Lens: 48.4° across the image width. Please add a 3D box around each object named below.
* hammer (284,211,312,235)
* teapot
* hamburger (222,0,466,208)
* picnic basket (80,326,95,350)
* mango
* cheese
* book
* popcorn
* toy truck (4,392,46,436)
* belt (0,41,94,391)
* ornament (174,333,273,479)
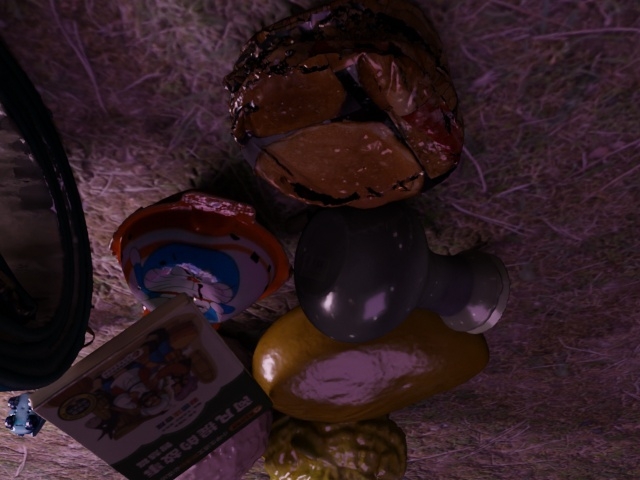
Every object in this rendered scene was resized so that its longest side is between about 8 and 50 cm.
[{"bbox_3d":[0.000,0.000,0.908,0.036,0.019,0.110,-22,141,27],"label":"hammer"},{"bbox_3d":[0.101,0.042,0.841,0.251,0.183,0.183,16,140,-32],"label":"teapot"},{"bbox_3d":[0.024,-0.122,0.684,0.231,0.106,0.231,1,146,1],"label":"hamburger"},{"bbox_3d":[-0.375,0.139,1.054,0.083,0.072,0.072,-28,133,33],"label":"picnic basket"},{"bbox_3d":[0.057,0.155,0.998,0.332,0.142,0.195,-20,119,13],"label":"mango"},{"bbox_3d":[-0.155,0.049,0.883,0.217,0.129,0.329,15,140,-13],"label":"cheese"},{"bbox_3d":[-0.187,0.195,0.862,0.202,0.027,0.264,-35,138,-9],"label":"book"},{"bbox_3d":[0.018,0.335,1.179,0.237,0.205,0.251,-24,-176,-3],"label":"popcorn"},{"bbox_3d":[-0.524,0.318,1.290,0.056,0.073,0.090,0,155,3],"label":"toy truck"},{"bbox_3d":[-0.363,-0.034,0.652,0.173,0.300,0.436,-3,138,4],"label":"belt"},{"bbox_3d":[-0.202,0.269,1.083,0.260,0.225,0.259,0,141,0],"label":"ornament"}]
